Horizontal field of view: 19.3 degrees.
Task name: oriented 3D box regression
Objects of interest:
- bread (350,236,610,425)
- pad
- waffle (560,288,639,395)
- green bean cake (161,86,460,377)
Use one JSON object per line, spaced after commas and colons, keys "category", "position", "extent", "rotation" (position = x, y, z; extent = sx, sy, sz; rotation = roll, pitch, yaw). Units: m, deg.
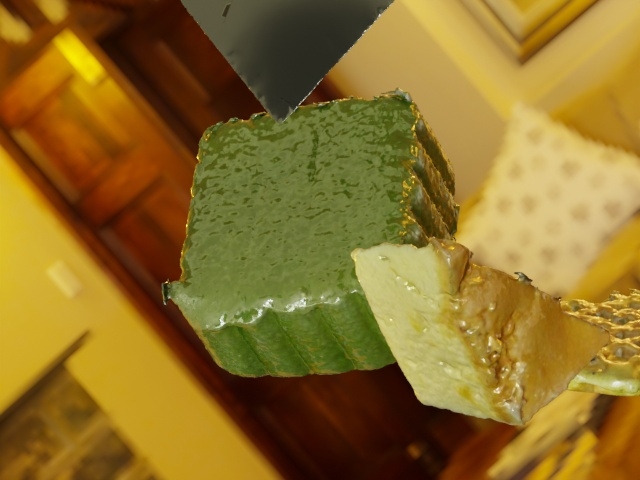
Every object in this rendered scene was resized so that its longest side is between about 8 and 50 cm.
{"category": "bread", "position": [0.072, 0.024, 0.906], "extent": [0.084, 0.109, 0.080], "rotation": [2, 37, 46]}
{"category": "pad", "position": [0.010, -0.239, 1.524], "extent": [0.265, 0.159, 0.009], "rotation": [-46, -24, 19]}
{"category": "waffle", "position": [0.327, 0.111, 2.030], "extent": [0.300, 0.058, 0.281], "rotation": [4, 16, 32]}
{"category": "green bean cake", "position": [0.000, 0.000, 1.805], "extent": [0.247, 0.156, 0.250], "rotation": [-9, 54, 19]}
